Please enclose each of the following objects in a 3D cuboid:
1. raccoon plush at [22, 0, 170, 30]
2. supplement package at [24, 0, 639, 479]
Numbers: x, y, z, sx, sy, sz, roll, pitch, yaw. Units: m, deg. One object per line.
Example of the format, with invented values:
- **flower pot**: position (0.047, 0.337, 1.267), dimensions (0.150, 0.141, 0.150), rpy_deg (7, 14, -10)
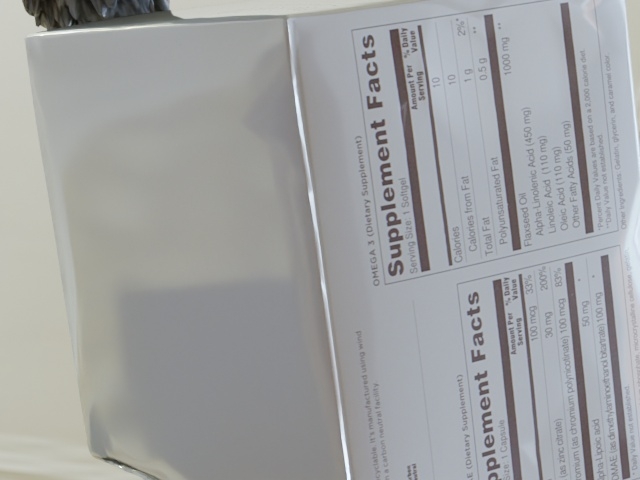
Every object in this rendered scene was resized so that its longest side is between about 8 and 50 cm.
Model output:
- **raccoon plush**: position (-0.225, -0.194, 0.755), dimensions (0.299, 0.216, 0.446), rpy_deg (-11, -51, -5)
- **supplement package**: position (0.000, 0.000, 0.763), dimensions (0.145, 0.262, 0.204), rpy_deg (-13, -80, -28)
